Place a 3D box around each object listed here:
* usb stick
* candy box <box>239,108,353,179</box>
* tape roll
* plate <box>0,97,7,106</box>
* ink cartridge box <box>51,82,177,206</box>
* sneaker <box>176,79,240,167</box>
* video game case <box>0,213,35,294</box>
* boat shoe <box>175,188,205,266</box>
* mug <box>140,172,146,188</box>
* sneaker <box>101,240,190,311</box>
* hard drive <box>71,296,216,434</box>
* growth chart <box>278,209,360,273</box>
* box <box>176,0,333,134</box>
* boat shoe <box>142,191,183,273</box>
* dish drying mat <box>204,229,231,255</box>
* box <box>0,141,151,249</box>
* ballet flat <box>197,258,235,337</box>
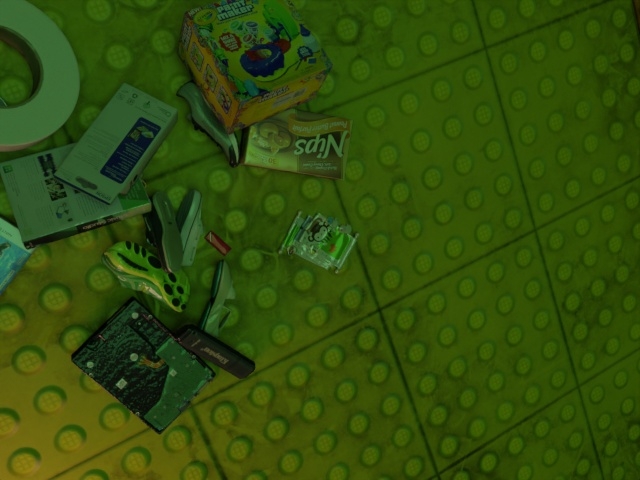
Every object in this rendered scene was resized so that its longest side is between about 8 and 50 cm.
[{"bbox_3d":[-0.301,0.325,1.846,0.077,0.045,0.278,-34,129,20],"label":"usb stick"},{"bbox_3d":[-0.072,-0.290,1.875,0.317,0.087,0.182,7,94,-23],"label":"candy box"},{"bbox_3d":[-0.777,-0.404,1.513,0.392,0.072,0.391,7,78,-39],"label":"tape roll"},{"bbox_3d":[-0.871,-0.295,1.591,0.188,0.024,0.188,-2,97,-20],"label":"plate"},{"bbox_3d":[-0.520,-0.240,1.635,0.166,0.065,0.332,28,64,-1],"label":"ink cartridge box"},{"bbox_3d":[-0.306,-0.324,1.782,0.108,0.100,0.271,-29,100,-6],"label":"sneaker"},{"bbox_3d":[-0.895,0.041,1.606,0.244,0.061,0.269,37,83,-21],"label":"video game case"},{"bbox_3d":[-0.369,-0.033,1.805,0.076,0.083,0.226,14,103,-35],"label":"boat shoe"},{"bbox_3d":[-0.516,-0.167,1.740,0.062,0.078,0.064,30,74,10],"label":"mug"},{"bbox_3d":[-0.477,0.097,1.763,0.295,0.124,0.109,46,52,-37],"label":"sneaker"},{"bbox_3d":[-0.494,0.355,1.805,0.237,0.064,0.339,-46,110,-10],"label":"hard drive"},{"bbox_3d":[0.000,0.000,1.980,0.237,0.021,0.171,23,87,-23],"label":"growth chart"},{"bbox_3d":[-0.178,-0.482,1.688,0.290,0.177,0.279,-29,82,-26],"label":"box"},{"bbox_3d":[-0.433,-0.013,1.733,0.079,0.084,0.233,-24,73,20],"label":"boat shoe"},{"bbox_3d":[-0.301,0.008,1.866,0.083,0.008,0.032,44,79,-21],"label":"dish drying mat"},{"bbox_3d":[-0.627,-0.135,1.636,0.322,0.058,0.232,-20,74,-17],"label":"box"},{"bbox_3d":[-0.292,0.176,1.854,0.086,0.086,0.248,16,100,-23],"label":"ballet flat"}]
